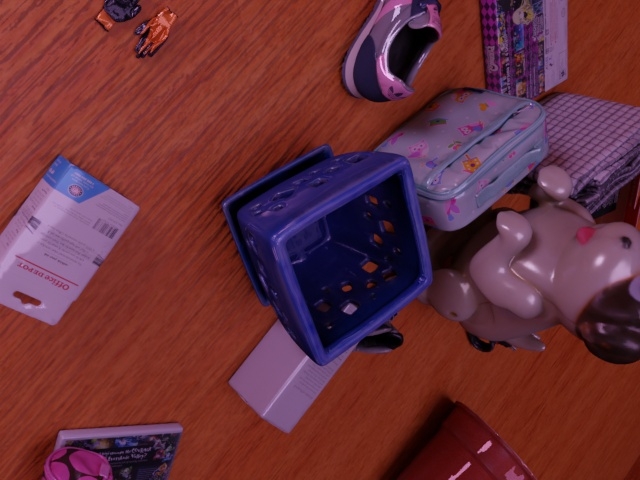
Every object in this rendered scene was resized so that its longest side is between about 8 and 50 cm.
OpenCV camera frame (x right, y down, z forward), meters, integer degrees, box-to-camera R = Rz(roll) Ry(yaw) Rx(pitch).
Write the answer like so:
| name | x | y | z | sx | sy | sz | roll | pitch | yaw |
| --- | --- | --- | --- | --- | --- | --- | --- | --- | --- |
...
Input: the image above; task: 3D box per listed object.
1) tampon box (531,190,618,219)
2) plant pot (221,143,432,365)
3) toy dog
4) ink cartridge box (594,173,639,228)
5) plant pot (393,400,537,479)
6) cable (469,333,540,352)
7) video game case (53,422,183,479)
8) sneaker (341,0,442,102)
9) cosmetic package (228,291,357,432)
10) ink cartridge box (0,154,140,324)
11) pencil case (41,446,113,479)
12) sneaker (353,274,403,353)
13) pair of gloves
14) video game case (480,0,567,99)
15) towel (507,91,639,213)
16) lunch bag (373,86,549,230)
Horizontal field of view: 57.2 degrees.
| name | x | y | z | sx | sy | sz | roll | pitch | yaw |
| --- | --- | --- | --- | --- | --- | --- | --- | --- | --- |
| tampon box | 0.582 | -0.110 | 1.339 | 0.161 | 0.120 | 0.101 | -17 | 118 | -32 |
| plant pot | 0.000 | 0.000 | 0.869 | 0.236 | 0.212 | 0.235 | -33 | 126 | -23 |
| toy dog | 0.384 | 0.075 | 1.010 | 0.285 | 0.408 | 0.395 | -32 | 109 | -31 |
| ink cartridge box | 0.701 | -0.139 | 1.376 | 0.239 | 0.060 | 0.274 | -54 | 145 | -60 |
| plant pot | 0.310 | 0.559 | 1.335 | 0.265 | 0.272 | 0.272 | -40 | 129 | -9 |
| cable | 0.361 | 0.163 | 1.322 | 0.287 | 0.140 | 0.072 | 44 | 47 | -22 |
| video game case | -0.321 | 0.364 | 0.899 | 0.191 | 0.022 | 0.173 | 11 | 102 | -40 |
| sneaker | 0.151 | -0.357 | 0.890 | 0.112 | 0.131 | 0.318 | 15 | 99 | -41 |
| cosmetic package | -0.033 | 0.189 | 0.987 | 0.231 | 0.117 | 0.085 | -52 | 130 | -8 |
| ink cartridge box | -0.321 | 0.000 | 0.717 | 0.104 | 0.060 | 0.180 | 39 | 82 | -42 |
| pencil case | -0.348 | 0.397 | 0.817 | 0.098 | 0.095 | 0.209 | 14 | 104 | -4 |
| sneaker | 0.126 | 0.147 | 1.083 | 0.229 | 0.132 | 0.086 | -26 | 123 | -27 |
| pair of gloves | -0.222 | -0.269 | 0.715 | 0.083 | 0.010 | 0.074 | 39 | 84 | -39 |
| video game case | 0.398 | -0.387 | 1.131 | 0.210 | 0.042 | 0.231 | -32 | 125 | -24 |
| towel | 0.502 | -0.174 | 1.178 | 0.284 | 0.235 | 0.121 | -37 | 133 | -20 |
| lunch bag | 0.236 | -0.147 | 0.984 | 0.279 | 0.224 | 0.107 | -40 | 129 | -17 |
